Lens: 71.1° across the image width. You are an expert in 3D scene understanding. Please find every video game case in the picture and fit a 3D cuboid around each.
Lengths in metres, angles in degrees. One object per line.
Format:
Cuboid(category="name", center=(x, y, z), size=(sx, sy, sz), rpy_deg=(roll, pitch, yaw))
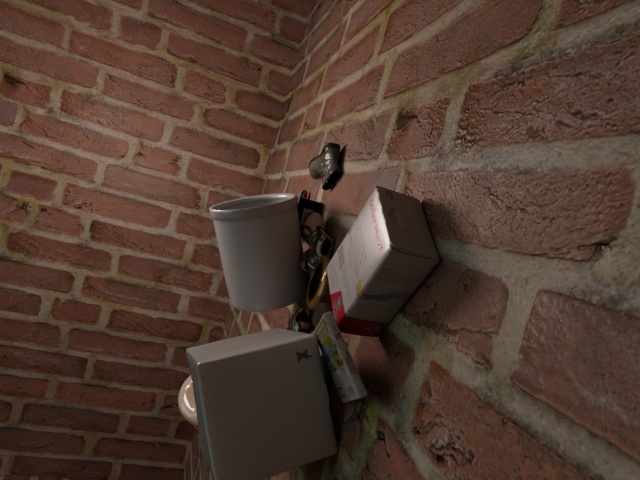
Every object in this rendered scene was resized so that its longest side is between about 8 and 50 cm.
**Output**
Cuboid(category="video game case", center=(0.043, 0.300, 1.125), size=(0.227, 0.026, 0.206), rpy_deg=(106, 142, -67))

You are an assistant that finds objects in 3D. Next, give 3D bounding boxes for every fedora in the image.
Cuboid(category="fedora", center=(0.015, 0.146, 1.481), size=(0.194, 0.079, 0.194), rpy_deg=(-161, 90, -77))

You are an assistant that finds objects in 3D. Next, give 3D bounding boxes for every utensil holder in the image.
Cuboid(category="utensil holder", center=(-0.226, 0.036, 1.708), size=(0.327, 0.328, 0.384), rpy_deg=(-141, 43, -70))

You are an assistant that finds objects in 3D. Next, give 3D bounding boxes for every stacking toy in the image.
Cuboid(category="stacking toy", center=(-0.497, 0.876, 2.195), size=(0.350, 0.352, 0.479), rpy_deg=(-102, 15, -54))

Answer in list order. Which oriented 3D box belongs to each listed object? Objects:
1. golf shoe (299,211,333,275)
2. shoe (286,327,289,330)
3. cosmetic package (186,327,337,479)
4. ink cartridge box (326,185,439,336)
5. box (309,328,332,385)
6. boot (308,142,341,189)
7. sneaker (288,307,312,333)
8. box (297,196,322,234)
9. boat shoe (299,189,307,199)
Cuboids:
Cuboid(category="golf shoe", center=(0.000, 0.000, 1.654), size=(0.120, 0.105, 0.272), rpy_deg=(-29, 47, 38))
Cuboid(category="shoe", center=(-0.111, 0.397, 1.681), size=(0.178, 0.064, 0.081), rpy_deg=(-119, 42, -71))
Cuboid(category="cosmetic package", center=(-0.193, 0.455, 1.313), size=(0.394, 0.328, 0.328), rpy_deg=(158, 102, -68))
Cuboid(category="ink cartridge box", center=(0.137, 0.059, 1.103), size=(0.226, 0.131, 0.306), rpy_deg=(-95, 27, -46))
Cuboid(category="box", center=(-0.003, 0.385, 1.412), size=(0.136, 0.037, 0.225), rpy_deg=(131, 148, -54))
Cuboid(category="boot", center=(0.012, -0.273, 1.828), size=(0.246, 0.084, 0.161), rpy_deg=(134, 140, -59))
Cuboid(category="sneaker", center=(-0.075, 0.334, 1.589), size=(0.225, 0.088, 0.092), rpy_deg=(-94, 27, -44))
Cuboid(category="box", center=(-0.085, -0.094, 1.922), size=(0.207, 0.108, 0.153), rpy_deg=(177, 106, -71))
Cuboid(category="boat shoe", center=(-0.077, -0.169, 2.067), size=(0.043, 0.049, 0.136), rpy_deg=(4, 73, 29))
